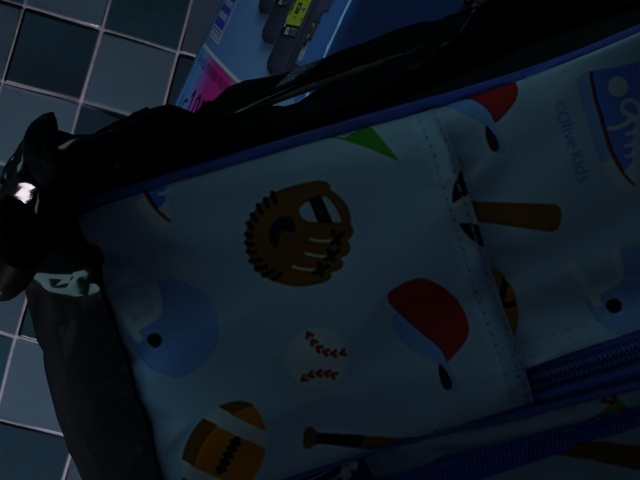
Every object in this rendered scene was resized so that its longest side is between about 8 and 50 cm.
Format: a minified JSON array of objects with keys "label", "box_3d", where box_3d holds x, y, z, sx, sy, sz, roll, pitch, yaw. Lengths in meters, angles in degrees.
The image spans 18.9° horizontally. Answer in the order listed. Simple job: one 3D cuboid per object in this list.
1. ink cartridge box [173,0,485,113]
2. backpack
[{"label":"ink cartridge box","box_3d":[0.077,-0.170,0.950,0.395,0.151,0.270,-63,17,7]},{"label":"backpack","box_3d":[0.056,0.017,0.622,0.213,0.263,0.276,64,-174,-1]}]
